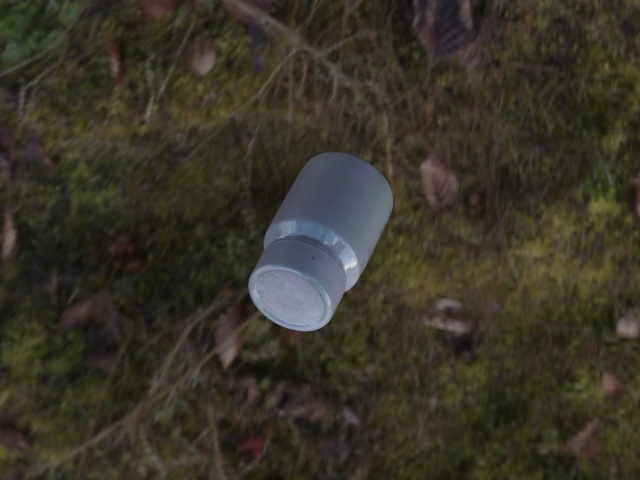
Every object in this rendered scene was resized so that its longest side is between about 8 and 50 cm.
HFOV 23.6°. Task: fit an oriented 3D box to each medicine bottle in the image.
[{"bbox_3d":[0.000,0.000,0.766,0.052,0.089,0.052,14,135,14],"label":"medicine bottle"}]
